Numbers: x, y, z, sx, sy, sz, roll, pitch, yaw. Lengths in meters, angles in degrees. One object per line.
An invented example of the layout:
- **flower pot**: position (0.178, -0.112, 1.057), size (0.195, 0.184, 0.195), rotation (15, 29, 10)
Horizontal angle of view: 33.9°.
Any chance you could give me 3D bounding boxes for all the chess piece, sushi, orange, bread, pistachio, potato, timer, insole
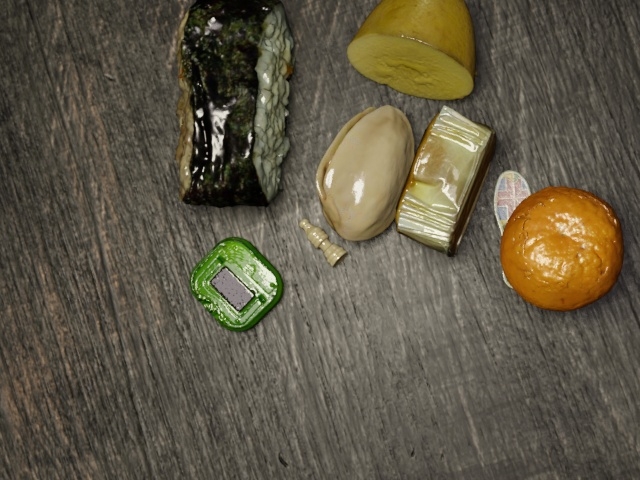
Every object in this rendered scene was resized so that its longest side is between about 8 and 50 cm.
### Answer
- **chess piece**: position (0.000, 0.000, 1.705), size (0.035, 0.035, 0.092), rotation (-46, 78, 2)
- **sushi**: position (-0.141, -0.220, 1.655), size (0.171, 0.211, 0.350), rotation (0, 80, 12)
- **orange**: position (0.365, 0.014, 1.593), size (0.193, 0.161, 0.193), rotation (0, 78, -2)
- **bread**: position (0.187, -0.090, 1.605), size (0.110, 0.192, 0.209), rotation (20, 89, 11)
- **pistachio**: position (0.070, -0.107, 1.660), size (0.152, 0.126, 0.223), rotation (18, 83, -25)
- **potato**: position (0.164, -0.330, 1.651), size (0.203, 0.178, 0.158), rotation (13, 71, 32)
- **timer**: position (-0.137, 0.072, 1.709), size (0.128, 0.047, 0.140), rotation (-45, 82, 3)
- **insole**: position (0.311, -0.017, 1.678), size (0.065, 0.006, 0.193), rotation (-3, 85, 7)
